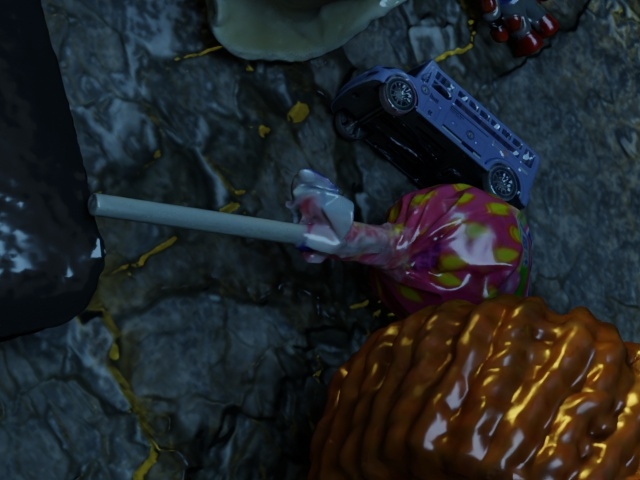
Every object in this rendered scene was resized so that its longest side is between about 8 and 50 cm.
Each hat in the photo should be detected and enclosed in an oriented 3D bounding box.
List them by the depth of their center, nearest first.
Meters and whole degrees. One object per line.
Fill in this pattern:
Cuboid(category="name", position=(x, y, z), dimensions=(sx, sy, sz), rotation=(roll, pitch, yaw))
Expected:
Cuboid(category="hat", position=(0.102, 0.227, 0.999), dimensions=(0.285, 0.285, 0.400), rotation=(42, 37, -12))

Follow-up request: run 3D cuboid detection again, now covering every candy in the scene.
Cuboid(category="candy", position=(0.000, 0.000, 1.135), dimensions=(0.365, 0.124, 0.124), rotation=(9, 70, -33))

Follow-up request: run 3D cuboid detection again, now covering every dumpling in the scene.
Cuboid(category="dumpling", position=(0.029, -0.256, 1.190), dimensions=(0.226, 0.243, 0.175), rotation=(12, 56, -32))

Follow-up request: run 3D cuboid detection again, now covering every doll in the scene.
Cuboid(category="doll", position=(0.134, -0.246, 1.345), dimensions=(0.104, 0.062, 0.195), rotation=(-41, 105, -16))

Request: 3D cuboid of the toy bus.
Cuboid(category="toy bus", position=(0.091, -0.084, 1.259), dimensions=(0.167, 0.073, 0.076), rotation=(39, 56, -18))

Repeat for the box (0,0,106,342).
Cuboid(category="box", position=(-0.331, -0.084, 1.000), dimensions=(0.350, 0.091, 0.359), rotation=(-12, 81, -32))
